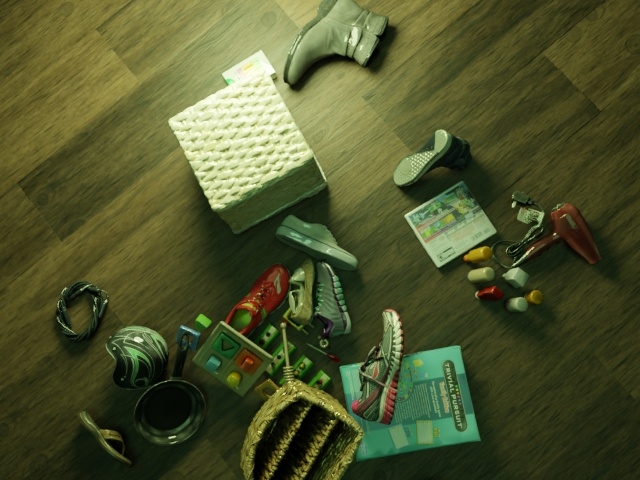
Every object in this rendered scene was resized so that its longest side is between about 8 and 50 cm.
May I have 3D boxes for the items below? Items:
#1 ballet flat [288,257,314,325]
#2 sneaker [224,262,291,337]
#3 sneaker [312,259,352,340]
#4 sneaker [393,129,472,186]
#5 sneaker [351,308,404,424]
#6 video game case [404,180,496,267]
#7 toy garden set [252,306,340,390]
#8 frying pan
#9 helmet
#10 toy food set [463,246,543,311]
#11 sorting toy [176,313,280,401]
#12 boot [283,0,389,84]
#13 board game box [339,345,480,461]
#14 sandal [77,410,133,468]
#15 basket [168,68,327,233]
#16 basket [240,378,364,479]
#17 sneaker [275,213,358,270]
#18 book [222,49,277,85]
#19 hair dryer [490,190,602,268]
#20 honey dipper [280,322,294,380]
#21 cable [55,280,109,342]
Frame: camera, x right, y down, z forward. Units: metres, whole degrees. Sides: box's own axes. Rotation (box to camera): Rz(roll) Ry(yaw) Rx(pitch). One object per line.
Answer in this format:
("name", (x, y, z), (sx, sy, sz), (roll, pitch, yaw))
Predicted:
("ballet flat", (-0.056, 0.138, 1.624), (0.067, 0.073, 0.206), (16, 58, -31))
("sneaker", (-0.182, 0.186, 1.628), (0.107, 0.118, 0.279), (36, 87, 7))
("sneaker", (0.012, 0.168, 1.618), (0.098, 0.083, 0.223), (-17, 83, -19))
("sneaker", (0.334, -0.223, 1.663), (0.226, 0.164, 0.086), (-38, 60, 39))
("sneaker", (0.157, 0.328, 1.501), (0.112, 0.121, 0.298), (9, 82, 8))
("video game case", (0.379, -0.047, 1.664), (0.201, 0.023, 0.183), (-31, 81, 1))
("toy garden set", (-0.063, 0.322, 1.634), (0.244, 0.049, 0.203), (40, 87, 9))
("frying pan", (-0.436, 0.421, 1.591), (0.197, 0.053, 0.325), (-15, 105, -20))
("helmet", (-0.518, 0.323, 1.615), (0.170, 0.169, 0.161), (3, 99, 5))
("toy food set", (0.502, 0.124, 1.610), (0.232, 0.104, 0.111), (36, 72, -9))
("sorting toy", (-0.250, 0.341, 1.586), (0.348, 0.047, 0.196), (36, 119, -4))
("boot", (0.051, -0.582, 1.726), (0.223, 0.118, 0.338), (32, 90, 3))
("board game box", (0.242, 0.447, 1.576), (0.336, 0.079, 0.253), (-11, 81, 3))
("sandal", (-0.609, 0.565, 1.639), (0.219, 0.090, 0.060), (41, 65, 16))
("basket", (-0.197, -0.247, 1.620), (0.332, 0.266, 0.328), (-28, 80, -1))
("basket", (-0.066, 0.539, 1.482), (0.214, 0.223, 0.299), (32, 88, -19))
("sneaker", (0.000, 0.000, 1.655), (0.258, 0.094, 0.091), (27, 69, 1))
("book", (-0.222, -0.517, 1.778), (0.144, 0.035, 0.096), (-32, 77, 1))
("hair dryer", (0.654, -0.005, 1.625), (0.294, 0.080, 0.223), (17, 100, 12))
("honey dipper", (-0.098, 0.312, 1.602), (0.031, 0.030, 0.160), (-9, 81, 3))
("cable", (-0.725, 0.215, 1.705), (0.151, 0.047, 0.184), (19, 84, 7))
